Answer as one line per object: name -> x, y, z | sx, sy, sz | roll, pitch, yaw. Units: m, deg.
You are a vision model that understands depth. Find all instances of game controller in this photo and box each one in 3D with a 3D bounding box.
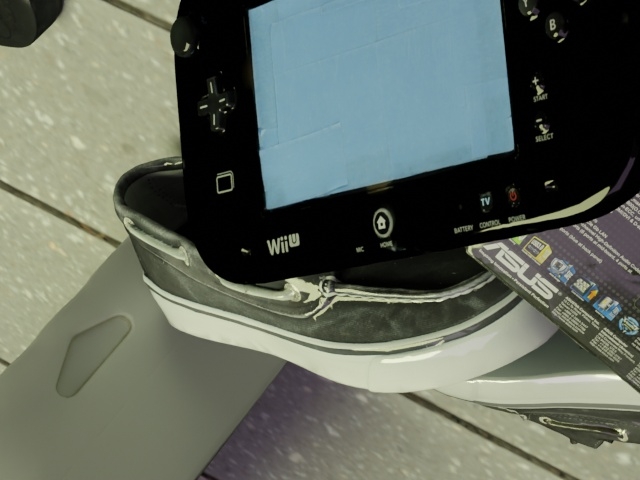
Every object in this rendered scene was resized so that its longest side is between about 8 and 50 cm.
game controller -> 0.033, -0.074, 0.856 | 0.067, 0.166, 0.319 | 10, 167, -36

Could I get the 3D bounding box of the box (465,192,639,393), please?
box -> 0.188, -0.002, 0.823 | 0.191, 0.045, 0.184 | 39, 125, 2

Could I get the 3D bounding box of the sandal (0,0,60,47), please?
sandal -> -0.265, -0.153, 1.127 | 0.254, 0.054, 0.097 | 5, 134, 41

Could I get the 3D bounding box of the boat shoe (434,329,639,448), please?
boat shoe -> 0.147, 0.074, 0.978 | 0.228, 0.080, 0.076 | -1, 128, 35

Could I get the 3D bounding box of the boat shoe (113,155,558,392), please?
boat shoe -> 0.000, 0.000, 1.012 | 0.301, 0.108, 0.102 | 10, 139, 48

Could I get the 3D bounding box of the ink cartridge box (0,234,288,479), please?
ink cartridge box -> -0.160, 0.153, 1.229 | 0.129, 0.223, 0.307 | 39, 147, 1
